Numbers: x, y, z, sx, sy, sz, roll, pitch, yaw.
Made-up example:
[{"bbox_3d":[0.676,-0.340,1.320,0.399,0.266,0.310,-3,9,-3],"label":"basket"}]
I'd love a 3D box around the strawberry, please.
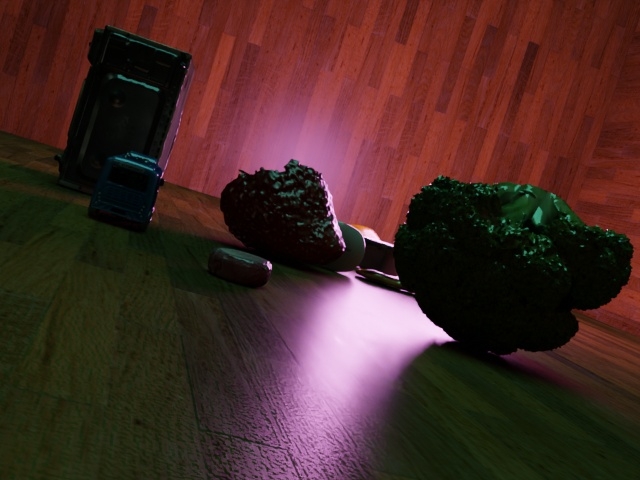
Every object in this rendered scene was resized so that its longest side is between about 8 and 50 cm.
[{"bbox_3d":[-0.086,-0.052,1.763,0.261,0.258,0.261,-14,-3,-1],"label":"strawberry"}]

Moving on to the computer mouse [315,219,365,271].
[{"bbox_3d":[0.000,0.000,1.905,0.230,0.128,0.079,16,-3,-7],"label":"computer mouse"}]

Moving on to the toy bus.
[{"bbox_3d":[-0.377,-0.104,1.529,0.113,0.134,0.246,18,5,-10],"label":"toy bus"}]

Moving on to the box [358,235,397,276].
[{"bbox_3d":[0.179,0.050,2.291,0.124,0.093,0.172,19,3,28],"label":"box"}]

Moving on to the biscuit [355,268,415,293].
[{"bbox_3d":[0.206,0.113,1.977,0.247,0.029,0.118,17,-3,-13],"label":"biscuit"}]

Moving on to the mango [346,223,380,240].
[{"bbox_3d":[0.109,-0.005,2.676,0.227,0.109,0.147,15,6,-27],"label":"mango"}]

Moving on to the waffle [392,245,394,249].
[{"bbox_3d":[0.324,0.102,2.141,0.329,0.062,0.329,29,5,-3],"label":"waffle"}]

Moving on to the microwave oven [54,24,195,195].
[{"bbox_3d":[-0.494,-0.306,1.961,0.247,0.394,0.333,18,3,-8],"label":"microwave oven"}]

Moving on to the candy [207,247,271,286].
[{"bbox_3d":[-0.130,0.042,1.236,0.103,0.043,0.103,16,5,-1],"label":"candy"}]

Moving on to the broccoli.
[{"bbox_3d":[0.304,0.042,1.334,0.321,0.310,0.413,2,-9,-33],"label":"broccoli"}]
